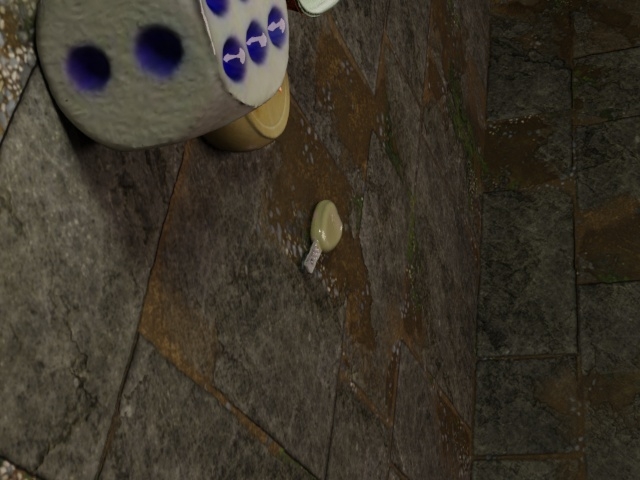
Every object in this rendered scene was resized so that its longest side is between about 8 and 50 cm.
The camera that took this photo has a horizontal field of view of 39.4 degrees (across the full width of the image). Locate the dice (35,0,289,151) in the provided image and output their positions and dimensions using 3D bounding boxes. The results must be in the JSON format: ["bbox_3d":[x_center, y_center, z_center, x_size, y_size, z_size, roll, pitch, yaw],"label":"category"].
[{"bbox_3d":[-0.198,-0.277,1.179,0.259,0.251,0.243,-54,131,-57],"label":"dice"}]

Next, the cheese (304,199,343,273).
[{"bbox_3d":[0.000,0.000,1.819,0.192,0.037,0.097,-66,141,-51],"label":"cheese"}]

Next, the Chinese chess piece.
[{"bbox_3d":[-0.139,-0.273,1.505,0.251,0.097,0.250,-7,90,-67],"label":"Chinese chess piece"}]

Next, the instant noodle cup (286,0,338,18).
[{"bbox_3d":[-0.064,-0.505,1.450,0.296,0.214,0.296,-48,156,-31],"label":"instant noodle cup"}]
